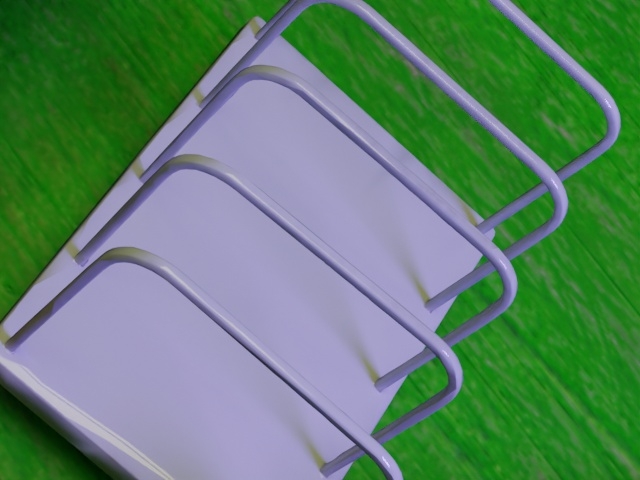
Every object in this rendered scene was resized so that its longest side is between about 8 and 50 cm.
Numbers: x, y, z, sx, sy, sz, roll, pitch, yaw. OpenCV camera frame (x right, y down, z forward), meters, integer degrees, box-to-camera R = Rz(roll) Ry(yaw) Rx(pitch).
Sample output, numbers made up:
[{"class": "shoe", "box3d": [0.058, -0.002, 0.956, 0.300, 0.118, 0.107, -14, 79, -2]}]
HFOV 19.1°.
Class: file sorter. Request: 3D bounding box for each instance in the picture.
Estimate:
[{"class": "file sorter", "box3d": [0.000, 0.000, 0.978, 0.193, 0.173, 0.278, 41, 54, -8]}]
